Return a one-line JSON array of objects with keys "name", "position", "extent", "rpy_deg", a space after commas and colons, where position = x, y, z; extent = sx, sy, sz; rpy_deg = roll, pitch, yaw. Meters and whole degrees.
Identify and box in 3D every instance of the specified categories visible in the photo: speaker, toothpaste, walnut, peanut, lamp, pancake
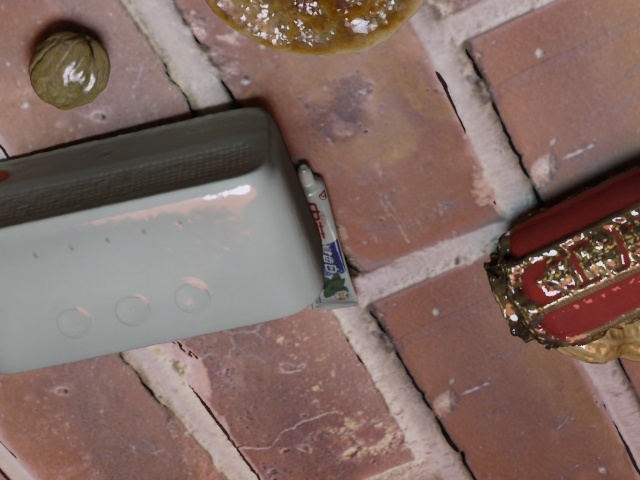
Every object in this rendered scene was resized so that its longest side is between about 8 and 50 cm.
[{"name": "speaker", "position": [-0.213, -0.003, 1.885], "extent": [0.406, 0.183, 0.184], "rpy_deg": [-12, 126, 6]}, {"name": "toothpaste", "position": [0.000, 0.000, 2.022], "extent": [0.060, 0.038, 0.233], "rpy_deg": [-3, 133, 11]}, {"name": "walnut", "position": [-0.264, -0.180, 1.796], "extent": [0.092, 0.092, 0.092], "rpy_deg": [-5, 131, -5]}, {"name": "peanut", "position": [0.363, 0.112, 2.144], "extent": [0.194, 0.093, 0.083], "rpy_deg": [9, 115, -14]}, {"name": "lamp", "position": [0.335, 0.020, 2.013], "extent": [0.274, 0.177, 0.177], "rpy_deg": [-27, 130, 11]}, {"name": "pancake", "position": [-0.001, -0.301, 1.728], "extent": [0.282, 0.049, 0.282], "rpy_deg": [4, 132, 5]}]
